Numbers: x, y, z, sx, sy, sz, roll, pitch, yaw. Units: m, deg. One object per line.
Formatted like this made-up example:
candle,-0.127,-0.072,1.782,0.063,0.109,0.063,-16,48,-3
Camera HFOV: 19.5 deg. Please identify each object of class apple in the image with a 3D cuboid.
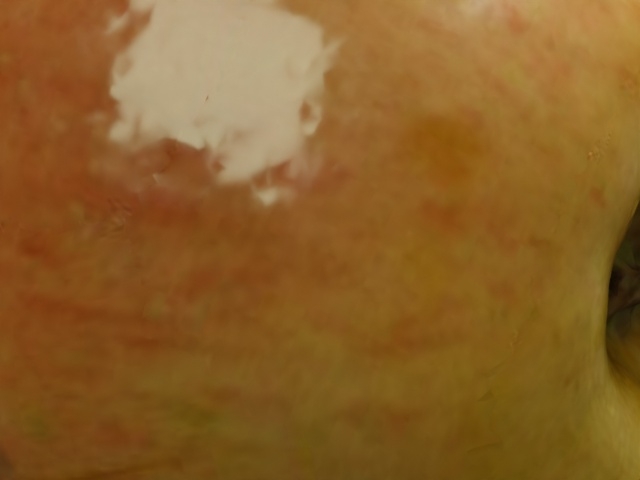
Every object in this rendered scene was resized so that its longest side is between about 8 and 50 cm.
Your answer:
apple,0.000,0.000,0.669,0.364,0.364,0.364,-11,53,15
